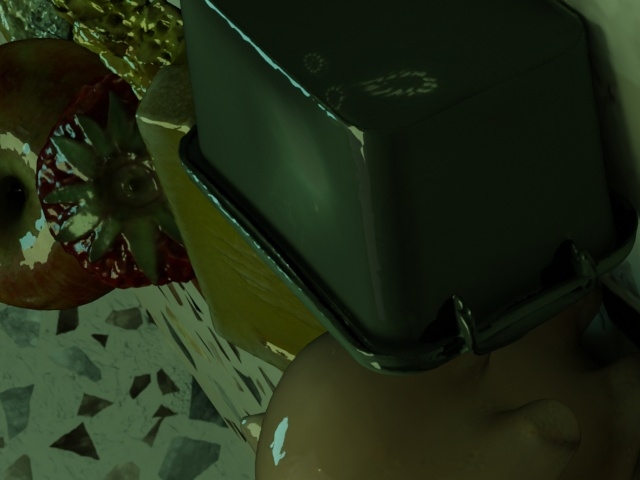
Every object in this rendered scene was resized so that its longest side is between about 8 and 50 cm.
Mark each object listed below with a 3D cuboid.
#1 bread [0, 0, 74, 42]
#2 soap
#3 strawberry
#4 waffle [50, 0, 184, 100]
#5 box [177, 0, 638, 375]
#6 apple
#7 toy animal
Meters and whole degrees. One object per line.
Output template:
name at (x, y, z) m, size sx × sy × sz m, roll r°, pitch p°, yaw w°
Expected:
bread at (-0.325, -0.256, 2.031) m, size 0.119 × 0.084 × 0.177 m, roll 63°, pitch 168°, yaw -21°
soap at (0.000, 0.000, 1.185) m, size 0.199 × 0.091 × 0.315 m, roll 25°, pitch 157°, yaw 19°
strawberry at (-0.149, -0.064, 1.666) m, size 0.205 × 0.205 × 0.244 m, roll 58°, pitch -169°, yaw -3°
waffle at (-0.093, -0.113, 1.369) m, size 0.312 × 0.060 × 0.307 m, roll 40°, pitch 174°, yaw -5°
box at (0.031, -0.068, 0.883) m, size 0.243 × 0.163 × 0.135 m, roll 47°, pitch 156°, yaw 45°
apple at (-0.282, -0.076, 1.907) m, size 0.301 × 0.301 × 0.301 m, roll 54°, pitch 168°, yaw 16°
toy animal at (0.076, 0.137, 1.020) m, size 0.326 × 0.269 × 0.237 m, roll 2°, pitch -127°, yaw -53°
